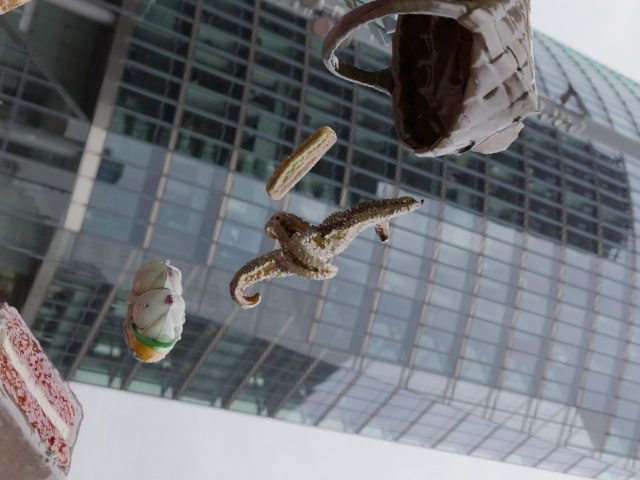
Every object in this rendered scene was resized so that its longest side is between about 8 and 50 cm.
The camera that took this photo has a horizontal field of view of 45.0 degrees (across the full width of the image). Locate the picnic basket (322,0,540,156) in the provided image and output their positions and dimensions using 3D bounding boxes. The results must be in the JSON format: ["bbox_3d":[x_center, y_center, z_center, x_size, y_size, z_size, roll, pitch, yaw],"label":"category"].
[{"bbox_3d":[0.158,-0.310,1.258,0.293,0.337,0.337,153,-51,-64],"label":"picnic basket"}]

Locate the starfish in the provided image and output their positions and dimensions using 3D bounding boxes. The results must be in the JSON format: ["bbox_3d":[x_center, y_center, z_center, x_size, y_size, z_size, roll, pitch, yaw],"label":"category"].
[{"bbox_3d":[0.001,0.002,1.240,0.312,0.303,0.113,-7,-72,54],"label":"starfish"}]

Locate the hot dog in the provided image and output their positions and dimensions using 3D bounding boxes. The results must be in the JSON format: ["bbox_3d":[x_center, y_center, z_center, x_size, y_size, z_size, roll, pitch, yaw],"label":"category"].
[{"bbox_3d":[-0.052,-0.185,1.806,0.216,0.066,0.047,-47,-131,13],"label":"hot dog"}]

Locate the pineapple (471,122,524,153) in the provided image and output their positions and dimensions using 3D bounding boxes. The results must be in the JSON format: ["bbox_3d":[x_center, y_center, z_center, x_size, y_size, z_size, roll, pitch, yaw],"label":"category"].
[{"bbox_3d":[0.370,-0.373,1.856,0.169,0.169,0.340,-49,-141,40],"label":"pineapple"}]

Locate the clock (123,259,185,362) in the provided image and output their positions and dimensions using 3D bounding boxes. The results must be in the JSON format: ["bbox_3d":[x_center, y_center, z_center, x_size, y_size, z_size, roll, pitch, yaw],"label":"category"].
[{"bbox_3d":[-0.303,0.123,1.425,0.144,0.103,0.231,-61,-150,22],"label":"clock"}]

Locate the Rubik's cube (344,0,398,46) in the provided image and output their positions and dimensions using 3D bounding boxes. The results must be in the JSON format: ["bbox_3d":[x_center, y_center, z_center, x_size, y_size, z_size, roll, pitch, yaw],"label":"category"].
[{"bbox_3d":[0.180,-0.525,1.611,0.224,0.213,0.265,-46,-123,-5],"label":"Rubik's cube"}]

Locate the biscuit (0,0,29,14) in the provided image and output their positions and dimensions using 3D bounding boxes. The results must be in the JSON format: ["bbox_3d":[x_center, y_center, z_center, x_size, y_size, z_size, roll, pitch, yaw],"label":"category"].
[{"bbox_3d":[-0.511,-0.382,1.236,0.183,0.043,0.280,-26,-158,-3],"label":"biscuit"}]

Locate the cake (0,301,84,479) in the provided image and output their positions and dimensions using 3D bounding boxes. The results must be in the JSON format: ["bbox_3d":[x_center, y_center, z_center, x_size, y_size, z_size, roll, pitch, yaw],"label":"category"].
[{"bbox_3d":[-0.588,0.297,1.346,0.230,0.309,0.237,-23,-151,1],"label":"cake"}]
